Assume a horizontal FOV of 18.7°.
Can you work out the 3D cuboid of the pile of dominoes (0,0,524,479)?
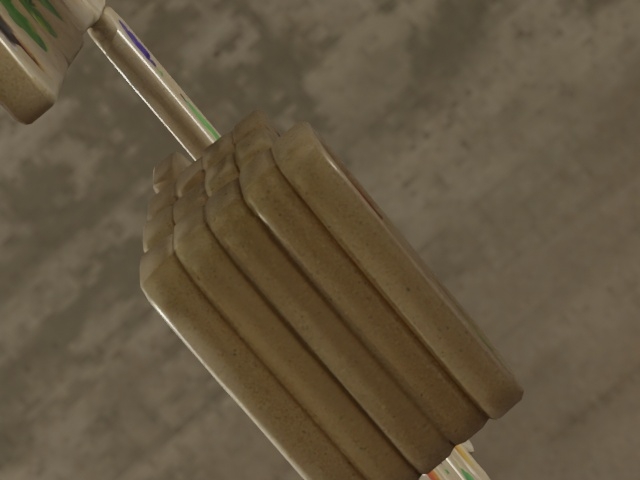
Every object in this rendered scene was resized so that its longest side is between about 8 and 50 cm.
[{"bbox_3d":[0.000,0.000,0.443,0.040,0.196,0.251,-40,11,5],"label":"pile of dominoes"}]
